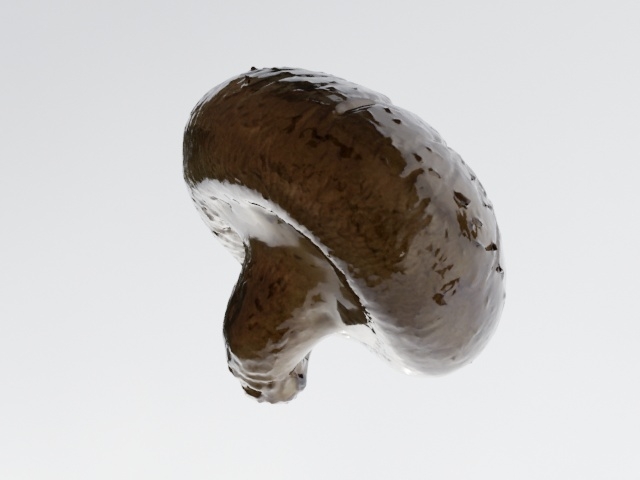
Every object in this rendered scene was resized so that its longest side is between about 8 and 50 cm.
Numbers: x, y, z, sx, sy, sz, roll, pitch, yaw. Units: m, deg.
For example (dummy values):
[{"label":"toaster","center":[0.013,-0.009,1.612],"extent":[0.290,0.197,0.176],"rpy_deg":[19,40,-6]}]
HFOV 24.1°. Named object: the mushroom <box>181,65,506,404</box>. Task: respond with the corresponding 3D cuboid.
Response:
[{"label":"mushroom","center":[0.007,-0.004,0.468],"extent":[0.085,0.109,0.126],"rpy_deg":[-20,-153,-29]}]
